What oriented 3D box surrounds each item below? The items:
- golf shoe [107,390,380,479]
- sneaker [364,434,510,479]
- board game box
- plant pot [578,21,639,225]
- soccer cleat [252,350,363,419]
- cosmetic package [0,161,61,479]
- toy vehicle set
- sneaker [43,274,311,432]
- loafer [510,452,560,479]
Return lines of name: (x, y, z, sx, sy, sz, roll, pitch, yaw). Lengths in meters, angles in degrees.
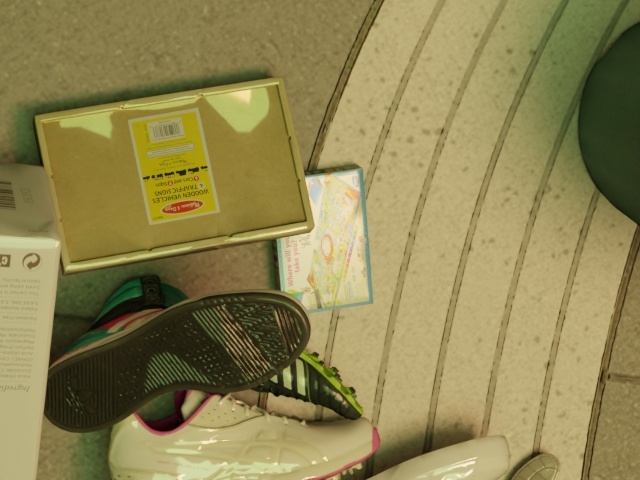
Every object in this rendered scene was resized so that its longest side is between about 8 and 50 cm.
golf shoe: (-0.084, 0.216, 1.943, 0.306, 0.115, 0.140, -12, 90, -19)
sneaker: (0.099, 0.338, 1.979, 0.292, 0.108, 0.169, -24, 68, 0)
board game box: (0.000, 0.000, 1.956, 0.103, 0.026, 0.154, -8, 104, -13)
plant pot: (0.447, -0.102, 1.886, 0.341, 0.334, 0.341, -3, 102, -14)
soccer cleat: (-0.034, 0.147, 1.959, 0.179, 0.060, 0.072, 38, 95, -4)
cosmetic package: (-0.354, 0.132, 1.770, 0.156, 0.217, 0.385, 5, 109, -15)
toy vehicle set: (-0.152, -0.068, 1.866, 0.266, 0.035, 0.166, -10, 83, -12)
sneaker: (-0.136, 0.098, 1.862, 0.295, 0.178, 0.124, -18, 108, 16)
loafer: (0.234, 0.300, 2.083, 0.045, 0.039, 0.125, 35, 89, 14)
